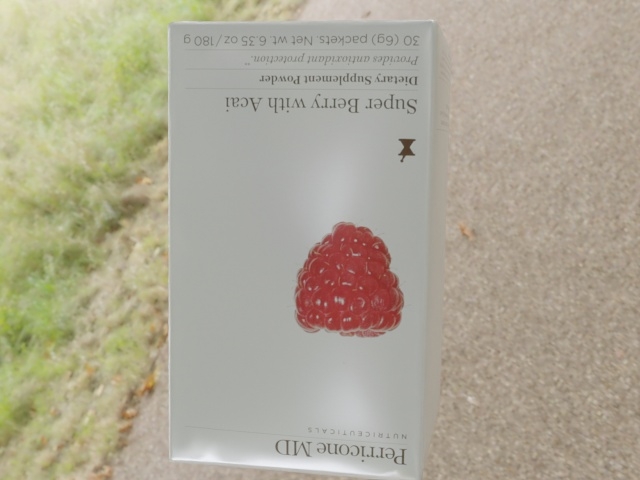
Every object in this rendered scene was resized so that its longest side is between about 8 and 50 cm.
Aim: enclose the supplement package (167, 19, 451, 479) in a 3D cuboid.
[{"bbox_3d":[0.000,0.000,0.649,0.175,0.177,0.293,-30,-59,-78],"label":"supplement package"}]
